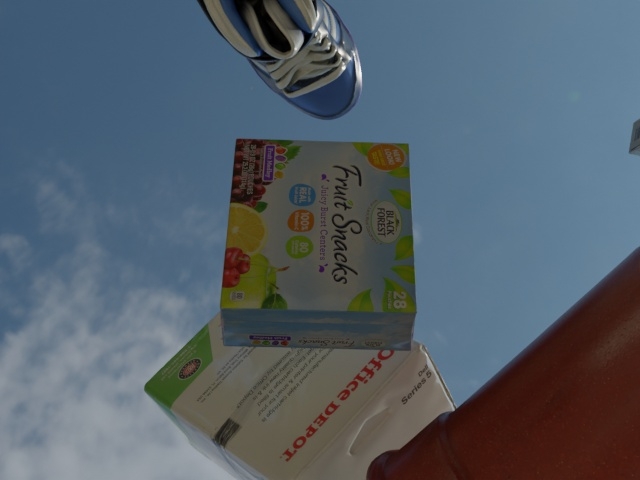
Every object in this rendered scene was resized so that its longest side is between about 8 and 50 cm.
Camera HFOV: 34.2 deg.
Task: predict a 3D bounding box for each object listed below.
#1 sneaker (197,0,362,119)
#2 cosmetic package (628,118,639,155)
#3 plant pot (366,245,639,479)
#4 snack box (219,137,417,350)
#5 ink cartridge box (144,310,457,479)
[{"bbox_3d":[-0.042,-0.224,1.193,0.130,0.236,0.323,-24,-56,11],"label":"sneaker"},{"bbox_3d":[0.432,-0.115,1.231,0.115,0.060,0.041,12,-98,-1],"label":"cosmetic package"},{"bbox_3d":[0.221,0.165,0.756,0.272,0.272,0.265,39,-77,-8],"label":"plant pot"},{"bbox_3d":[0.000,0.000,0.979,0.174,0.207,0.070,2,-38,0],"label":"snack box"},{"bbox_3d":[-0.026,0.167,1.097,0.198,0.272,0.115,-44,-53,-19],"label":"ink cartridge box"}]
